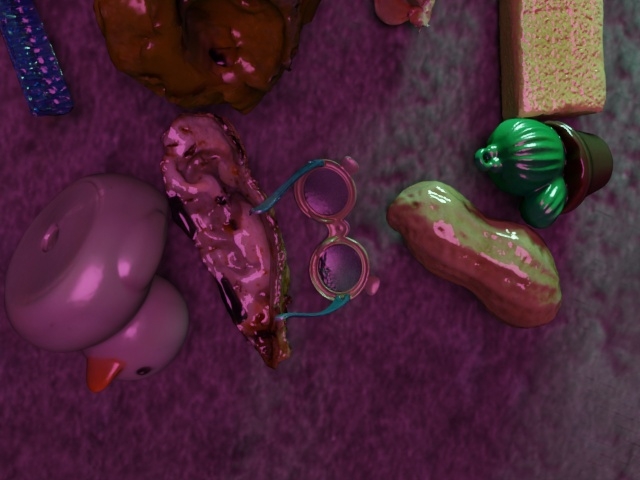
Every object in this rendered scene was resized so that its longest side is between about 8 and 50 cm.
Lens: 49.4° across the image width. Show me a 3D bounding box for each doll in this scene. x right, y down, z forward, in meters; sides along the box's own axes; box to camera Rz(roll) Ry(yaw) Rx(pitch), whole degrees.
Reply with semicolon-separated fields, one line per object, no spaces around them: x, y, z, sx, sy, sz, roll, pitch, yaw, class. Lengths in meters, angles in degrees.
-0.239;0.052;0.824;0.221;0.221;0.251;14;65;-7;doll

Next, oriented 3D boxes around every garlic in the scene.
0.107;-0.329;0.874;0.094;0.074;0.113;33;97;-43;garlic

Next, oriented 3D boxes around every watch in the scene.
-0.333;-0.328;0.775;0.274;0.068;0.276;46;130;24;watch

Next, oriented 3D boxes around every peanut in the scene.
0.205;0.012;0.889;0.256;0.123;0.123;37;90;-6;peanut

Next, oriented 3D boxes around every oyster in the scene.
-0.108;0.001;0.882;0.128;0.078;0.345;-18;98;16;oyster

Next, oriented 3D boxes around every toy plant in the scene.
0.279;-0.086;0.881;0.200;0.105;0.143;-9;85;-25;toy plant

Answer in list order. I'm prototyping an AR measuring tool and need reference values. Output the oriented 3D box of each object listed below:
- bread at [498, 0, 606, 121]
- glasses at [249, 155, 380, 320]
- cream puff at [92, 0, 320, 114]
0.301;-0.252;0.904;0.125;0.068;0.188;-4;94;-6;bread
-0.027;0.003;0.834;0.088;0.220;0.190;-6;98;33;glasses
-0.104;-0.258;0.756;0.185;0.282;0.282;33;90;28;cream puff
